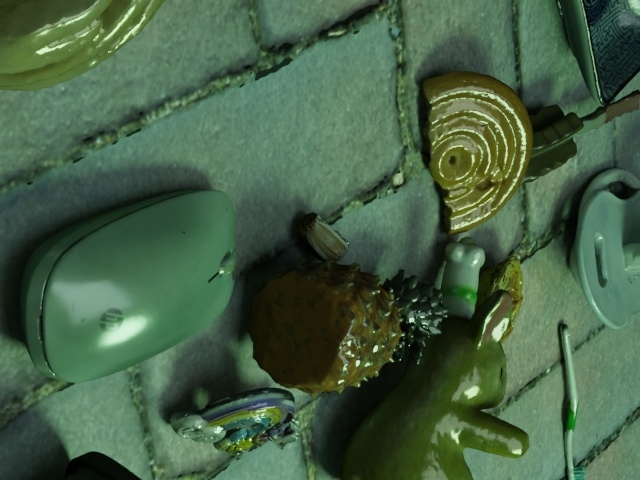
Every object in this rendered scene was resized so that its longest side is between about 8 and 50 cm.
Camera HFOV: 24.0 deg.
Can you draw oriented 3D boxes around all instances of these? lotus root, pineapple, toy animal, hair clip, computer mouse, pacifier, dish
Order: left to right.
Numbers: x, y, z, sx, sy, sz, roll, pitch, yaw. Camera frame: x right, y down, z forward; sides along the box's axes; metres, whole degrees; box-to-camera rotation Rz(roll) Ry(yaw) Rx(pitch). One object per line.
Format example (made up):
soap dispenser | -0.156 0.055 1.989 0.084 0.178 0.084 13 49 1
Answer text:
computer mouse | -0.170 0.045 1.473 0.288 0.097 0.159 -17 115 -44
hair clip | -0.080 0.192 1.645 0.116 0.049 0.172 -35 151 18
lotus root | -0.001 -0.001 1.700 0.037 0.030 0.083 -59 138 -11
pineapple | 0.046 0.083 1.708 0.278 0.157 0.158 -12 114 -55
toy animal | 0.166 0.190 1.852 0.180 0.181 0.363 38 79 -30
dish | 0.366 -0.323 1.959 0.182 0.080 0.243 -44 132 -29
pacifier | 0.473 0.007 2.120 0.279 0.207 0.227 -4 90 -49

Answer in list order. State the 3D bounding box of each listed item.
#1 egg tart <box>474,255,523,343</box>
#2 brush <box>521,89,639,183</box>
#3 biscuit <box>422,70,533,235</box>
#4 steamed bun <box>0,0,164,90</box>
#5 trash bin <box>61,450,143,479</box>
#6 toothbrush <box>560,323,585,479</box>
egg tart | 0.231 0.079 1.972 0.130 0.052 0.130 14 90 -69
brush | 0.337 -0.151 2.007 0.301 0.071 0.084 -27 134 -40
biscuit | 0.197 -0.111 1.845 0.144 0.033 0.224 -18 125 -12
steamed bun | -0.219 -0.288 1.187 0.372 0.230 0.325 -26 120 -38
trash bin | -0.265 0.359 1.408 0.250 0.220 0.219 -23 119 -34
toothbrush | 0.372 0.254 2.240 0.030 0.030 0.304 -34 126 -36
